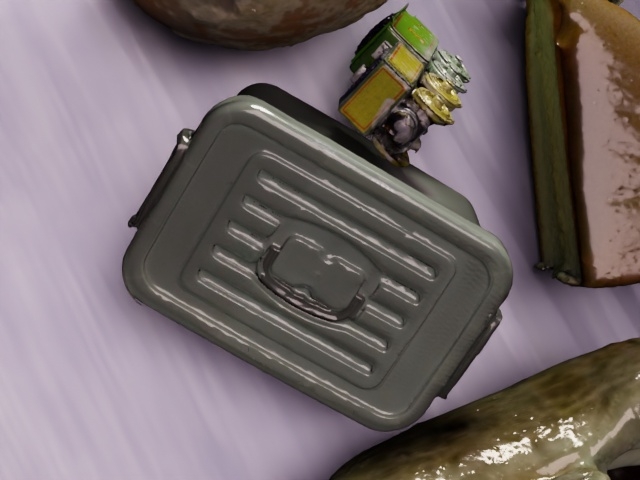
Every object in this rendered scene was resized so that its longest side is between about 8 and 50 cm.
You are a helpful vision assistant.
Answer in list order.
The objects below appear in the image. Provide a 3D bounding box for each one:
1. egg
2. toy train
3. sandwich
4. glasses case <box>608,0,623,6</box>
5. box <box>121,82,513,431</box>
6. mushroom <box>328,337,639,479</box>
[{"bbox_3d":[-0.032,-0.235,1.111,0.245,0.203,0.203,-28,90,-3],"label":"egg"},{"bbox_3d":[0.057,-0.110,1.121,0.081,0.202,0.060,44,109,-5],"label":"toy train"},{"bbox_3d":[0.213,-0.087,1.170,0.128,0.122,0.236,-5,91,-13],"label":"sandwich"},{"bbox_3d":[0.195,-0.335,1.225,0.128,0.083,0.308,9,81,-11],"label":"glasses case"},{"bbox_3d":[0.000,0.000,1.100,0.243,0.135,0.163,28,109,-7],"label":"box"},{"bbox_3d":[0.136,0.157,1.081,0.344,0.247,0.130,-25,77,-1],"label":"mushroom"}]
